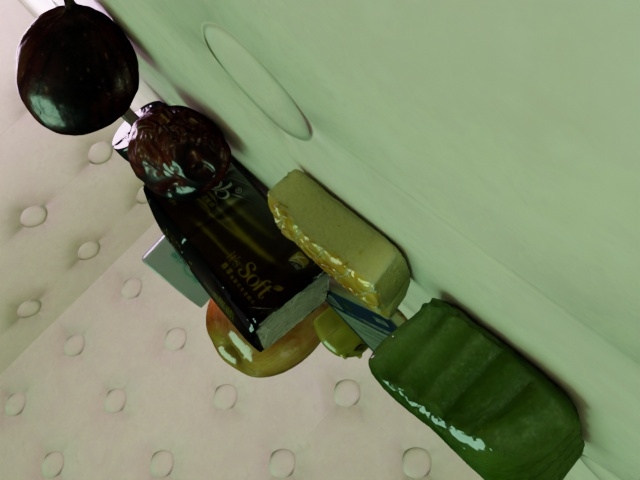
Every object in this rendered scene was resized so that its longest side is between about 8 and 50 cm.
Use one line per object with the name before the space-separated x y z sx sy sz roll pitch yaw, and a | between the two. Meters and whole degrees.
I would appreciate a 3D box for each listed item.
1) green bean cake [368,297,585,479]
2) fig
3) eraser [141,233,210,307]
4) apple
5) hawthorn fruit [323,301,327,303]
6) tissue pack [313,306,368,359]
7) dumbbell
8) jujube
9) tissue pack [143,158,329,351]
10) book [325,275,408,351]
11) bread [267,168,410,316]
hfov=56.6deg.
green bean cake | 0.182 0.187 0.689 0.222 0.125 0.248 38 173 34
fig | -0.370 -0.290 0.913 0.186 0.204 0.249 14 143 -15
eraser | -0.261 -0.005 1.430 0.189 0.290 0.104 44 174 -23
apple | -0.172 0.240 1.872 0.391 0.346 0.391 26 146 19
hawthorn fruit | 0.011 0.137 1.650 0.067 0.067 0.103 41 171 21
tissue pack | 0.072 0.235 1.537 0.127 0.123 0.178 51 -169 22
dumbbell | -0.429 -0.287 1.270 0.218 0.152 0.152 49 172 -38
jujube | -0.230 -0.141 0.984 0.168 0.168 0.236 48 170 -28
tissue pack | -0.167 0.010 1.166 0.370 0.198 0.210 48 168 16
book | 0.165 0.234 1.285 0.300 0.039 0.428 21 157 53
bread | 0.022 0.005 0.725 0.188 0.068 0.125 41 172 26
